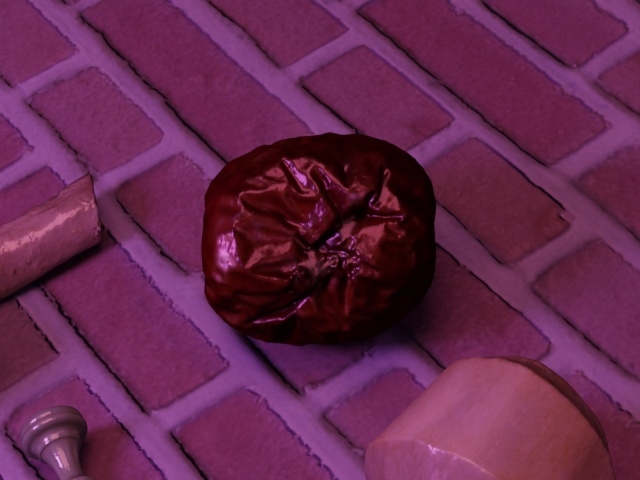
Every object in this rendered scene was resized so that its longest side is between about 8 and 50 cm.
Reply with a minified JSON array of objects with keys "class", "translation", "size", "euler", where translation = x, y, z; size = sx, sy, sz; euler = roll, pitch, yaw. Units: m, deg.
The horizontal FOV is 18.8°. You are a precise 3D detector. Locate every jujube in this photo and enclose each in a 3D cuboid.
[{"class":"jujube","translation":[0.000,0.000,1.919],"size":[0.232,0.213,0.213],"euler":[-2,47,2]}]

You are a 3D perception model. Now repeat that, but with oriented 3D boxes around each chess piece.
[{"class":"chess piece","translation":[-0.245,0.217,1.864],"size":[0.067,0.067,0.103],"euler":[-22,55,-9]}]

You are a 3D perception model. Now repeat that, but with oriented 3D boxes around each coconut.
[{"class":"coconut","translation":[0.143,0.217,1.691],"size":[0.202,0.202,0.222],"euler":[25,53,30]}]

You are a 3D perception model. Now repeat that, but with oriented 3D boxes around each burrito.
[{"class":"burrito","translation":[-0.320,0.009,2.073],"size":[0.226,0.060,0.087],"euler":[-31,44,-18]}]
